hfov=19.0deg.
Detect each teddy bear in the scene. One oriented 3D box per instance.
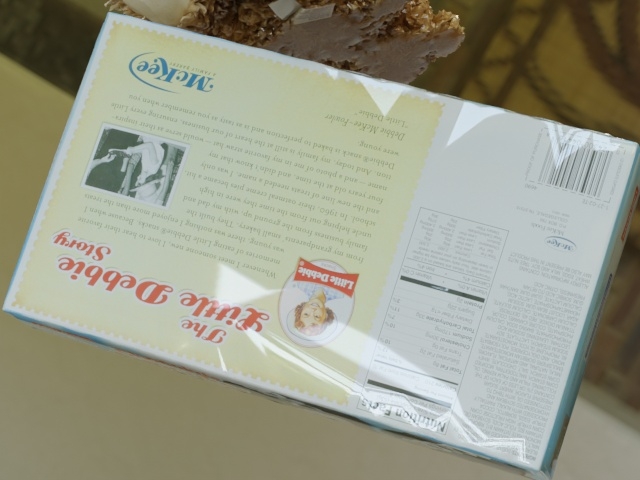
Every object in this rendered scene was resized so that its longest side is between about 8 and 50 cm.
[{"bbox_3d":[-0.024,-0.210,1.533,0.338,0.113,0.245,-1,-30,-40],"label":"teddy bear"}]

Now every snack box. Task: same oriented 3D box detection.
[{"bbox_3d":[0.000,0.000,1.069,0.060,0.322,0.187,48,-121,-71],"label":"snack box"}]
